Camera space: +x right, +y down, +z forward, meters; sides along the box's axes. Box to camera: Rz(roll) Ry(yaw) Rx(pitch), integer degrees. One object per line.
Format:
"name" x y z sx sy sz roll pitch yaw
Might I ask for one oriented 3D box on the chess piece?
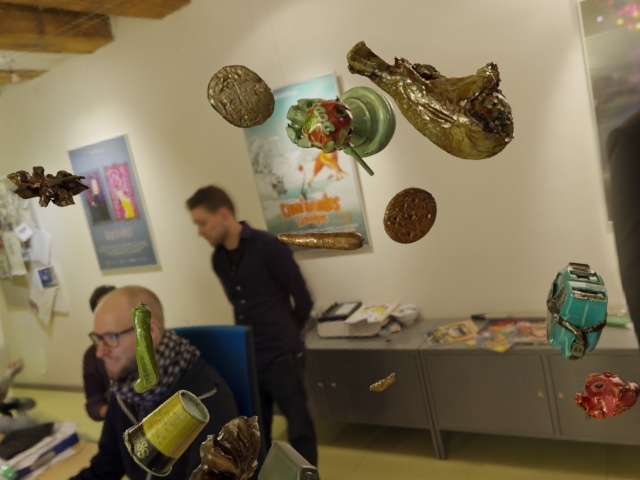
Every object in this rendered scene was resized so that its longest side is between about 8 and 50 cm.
"chess piece" 0.047 -0.307 1.399 0.194 0.195 0.299 -6 7 39

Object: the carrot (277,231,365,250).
"carrot" 0.000 0.000 0.982 0.164 0.036 0.035 1 11 11

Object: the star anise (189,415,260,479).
"star anise" -0.232 0.567 1.308 0.108 0.316 0.315 18 18 15

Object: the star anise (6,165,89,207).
"star anise" -0.602 -0.118 1.177 0.167 0.057 0.168 9 32 -6

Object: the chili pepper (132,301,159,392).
"chili pepper" -0.129 0.084 0.397 0.017 0.084 0.030 -7 26 -27

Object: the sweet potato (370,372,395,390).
"sweet potato" 0.161 0.357 1.340 0.026 0.026 0.115 -21 -19 -42

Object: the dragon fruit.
"dragon fruit" 0.547 0.292 1.030 0.126 0.068 0.112 -23 -7 -16

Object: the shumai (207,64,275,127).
"shumai" -0.178 -0.317 1.173 0.139 0.123 0.105 23 13 -31

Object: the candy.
"candy" 0.053 -0.167 0.953 0.084 0.078 0.287 -47 -25 8

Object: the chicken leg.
"chicken leg" 0.109 -0.145 0.515 0.178 0.093 0.070 29 13 7

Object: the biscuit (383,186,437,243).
"biscuit" 0.281 -0.075 1.658 0.187 0.188 0.027 -15 27 -17

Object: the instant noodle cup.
"instant noodle cup" -0.519 0.650 1.850 0.236 0.215 0.215 -46 11 -1

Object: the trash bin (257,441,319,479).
"trash bin" -0.113 0.849 1.905 0.101 0.177 0.236 25 -3 -37

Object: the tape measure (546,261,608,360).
"tape measure" 0.384 0.108 0.812 0.080 0.126 0.146 7 26 15
